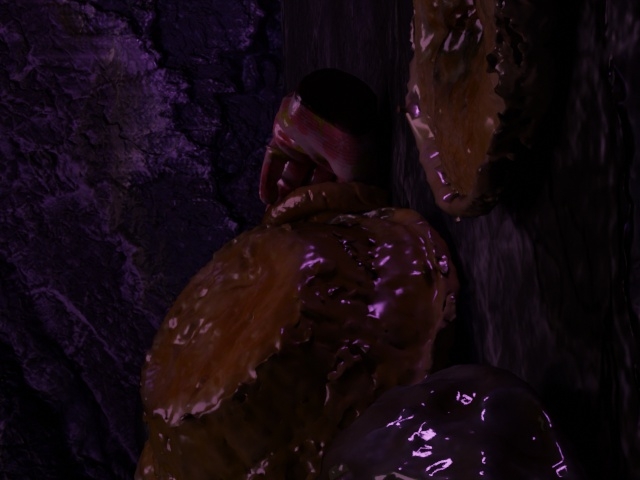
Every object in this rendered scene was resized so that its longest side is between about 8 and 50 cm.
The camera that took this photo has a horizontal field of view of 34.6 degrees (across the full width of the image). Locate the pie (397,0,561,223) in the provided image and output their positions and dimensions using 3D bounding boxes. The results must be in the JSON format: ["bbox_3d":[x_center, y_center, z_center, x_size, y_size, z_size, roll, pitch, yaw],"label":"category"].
[{"bbox_3d":[0.090,-0.147,0.636,0.274,0.055,0.274,179,90,-85],"label":"pie"}]

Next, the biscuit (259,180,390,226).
[{"bbox_3d":[0.000,0.001,1.186,0.224,0.144,0.033,109,173,-55],"label":"biscuit"}]

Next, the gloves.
[{"bbox_3d":[0.006,-0.085,1.194,0.241,0.145,0.126,107,171,-62],"label":"gloves"}]

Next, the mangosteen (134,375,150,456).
[{"bbox_3d":[-0.066,0.221,1.197,0.297,0.296,0.314,115,140,-78],"label":"mangosteen"}]

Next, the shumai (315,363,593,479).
[{"bbox_3d":[-0.008,0.238,0.508,0.330,0.288,0.292,-97,8,-57],"label":"shumai"}]

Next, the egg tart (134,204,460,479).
[{"bbox_3d":[-0.040,0.094,0.832,0.132,0.341,0.341,41,-158,-29],"label":"egg tart"}]
